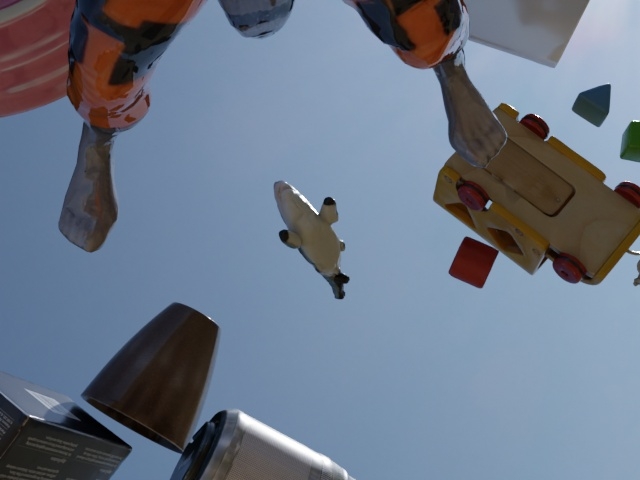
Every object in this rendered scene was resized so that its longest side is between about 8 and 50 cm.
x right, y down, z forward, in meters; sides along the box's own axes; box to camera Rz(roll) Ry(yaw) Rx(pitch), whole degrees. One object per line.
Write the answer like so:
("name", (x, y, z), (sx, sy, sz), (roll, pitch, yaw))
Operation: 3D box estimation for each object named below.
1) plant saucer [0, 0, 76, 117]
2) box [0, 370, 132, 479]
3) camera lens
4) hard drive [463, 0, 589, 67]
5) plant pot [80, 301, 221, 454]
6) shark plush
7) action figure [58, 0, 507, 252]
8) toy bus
("plant saucer", (-0.327, -0.277, 1.003), (0.332, 0.332, 0.084), (-40, -34, -13))
("box", (-0.518, 0.384, 1.497), (0.312, 0.179, 0.343), (-55, -24, -9))
("camera lens", (-0.098, 0.416, 1.531), (0.274, 0.219, 0.219), (30, -87, -9))
("hard drive", (0.083, -0.270, 0.819), (0.210, 0.319, 0.040), (100, -170, -64))
("plant pot", (-0.284, 0.236, 1.745), (0.215, 0.215, 0.230), (47, -116, -41))
("shark plush", (0.000, 0.000, 1.084), (0.073, 0.067, 0.161), (-47, -53, -7))
("action figure", (-0.082, -0.137, 0.319), (0.341, 0.178, 0.330), (-2, -37, 7))
("toy bus", (0.197, -0.022, 0.834), (0.191, 0.202, 0.104), (-3, -21, 0))
